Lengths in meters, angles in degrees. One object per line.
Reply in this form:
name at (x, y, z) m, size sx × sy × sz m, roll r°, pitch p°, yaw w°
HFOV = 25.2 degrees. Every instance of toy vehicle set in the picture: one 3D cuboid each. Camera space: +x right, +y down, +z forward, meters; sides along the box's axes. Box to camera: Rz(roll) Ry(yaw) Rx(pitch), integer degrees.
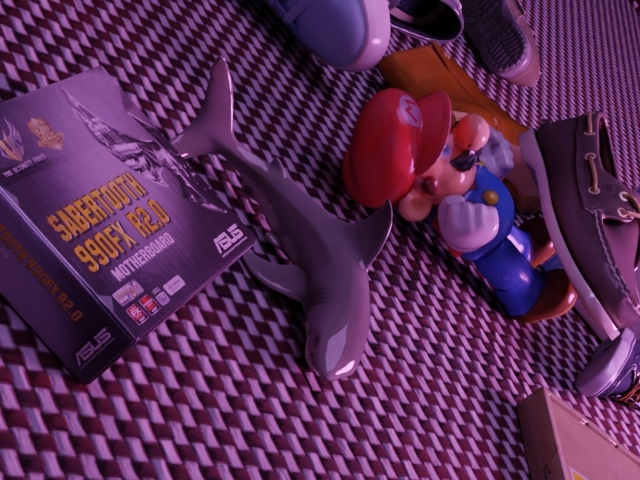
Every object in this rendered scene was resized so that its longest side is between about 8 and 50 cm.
toy vehicle set at (0.264, 0.269, 1.308) m, size 0.166 × 0.035 × 0.266 m, roll 37°, pitch 26°, yaw -24°

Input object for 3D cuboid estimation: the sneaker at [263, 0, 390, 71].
sneaker at (-0.075, -0.320, 1.542) m, size 0.150 × 0.135 × 0.366 m, roll -23°, pitch 71°, yaw -43°

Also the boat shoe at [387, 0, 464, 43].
boat shoe at (0.084, -0.338, 1.820) m, size 0.319 × 0.116 × 0.099 m, roll 23°, pitch 30°, yaw -53°

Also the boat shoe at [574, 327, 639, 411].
boat shoe at (0.337, 0.153, 1.571) m, size 0.083 × 0.065 × 0.183 m, roll 49°, pitch 23°, yaw 5°

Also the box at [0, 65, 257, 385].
box at (-0.157, -0.021, 1.000) m, size 0.183 × 0.056 × 0.231 m, roll 49°, pitch 23°, yaw 0°

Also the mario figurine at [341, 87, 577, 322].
mario figurine at (0.163, -0.051, 1.441) m, size 0.320 × 0.170 × 0.198 m, roll 39°, pitch -10°, yaw -38°

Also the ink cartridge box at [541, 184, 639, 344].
ink cartridge box at (0.444, 0.061, 1.728) m, size 0.270 × 0.197 × 0.198 m, roll 52°, pitch 23°, yaw 8°

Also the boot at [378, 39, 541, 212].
boot at (0.204, -0.146, 1.748) m, size 0.295 × 0.104 × 0.211 m, roll 4°, pitch 50°, yaw -53°

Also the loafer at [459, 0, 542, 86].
loafer at (0.265, -0.315, 2.143) m, size 0.087 × 0.094 × 0.251 m, roll 42°, pitch 26°, yaw -44°

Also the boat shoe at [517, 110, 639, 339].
boat shoe at (0.284, -0.028, 1.476) m, size 0.116 × 0.097 × 0.324 m, roll 57°, pitch 15°, yaw -32°

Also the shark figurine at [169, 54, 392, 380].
shark figurine at (-0.003, -0.019, 1.196) m, size 0.166 × 0.116 × 0.278 m, roll 4°, pitch 51°, yaw -60°
